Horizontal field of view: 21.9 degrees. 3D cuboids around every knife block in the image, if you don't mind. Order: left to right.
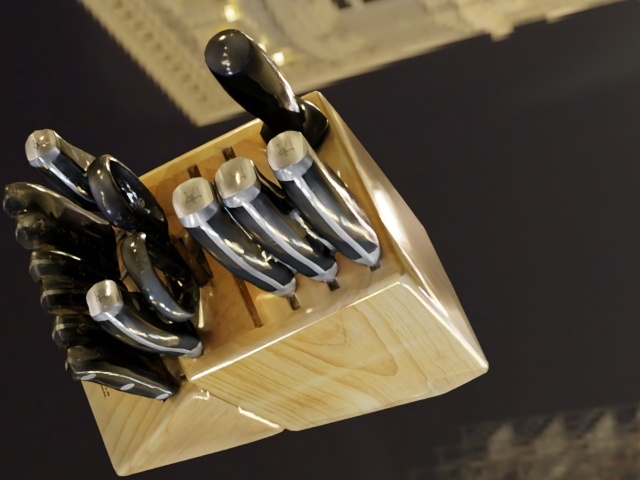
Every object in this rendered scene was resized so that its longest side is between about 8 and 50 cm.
[{"bbox_3d":[0.000,0.000,0.676,0.275,0.242,0.088,-10,-113,-35],"label":"knife block"}]
